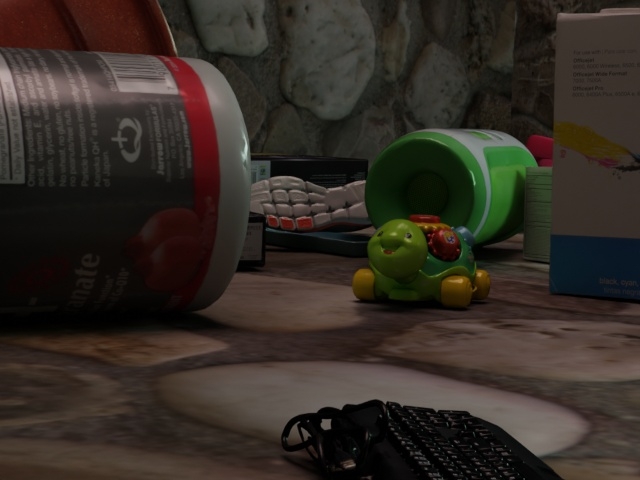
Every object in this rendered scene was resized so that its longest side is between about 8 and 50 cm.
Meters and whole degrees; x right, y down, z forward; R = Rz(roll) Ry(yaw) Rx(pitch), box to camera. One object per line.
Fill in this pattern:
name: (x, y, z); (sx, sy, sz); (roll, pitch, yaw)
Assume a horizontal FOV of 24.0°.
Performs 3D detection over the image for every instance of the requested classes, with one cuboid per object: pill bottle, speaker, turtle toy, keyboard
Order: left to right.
pill bottle: (-0.220, -0.036, 0.964); (0.318, 0.176, 0.176); (-1, 5, -27)
turtle toy: (0.073, 0.014, 1.137); (0.095, 0.066, 0.130); (4, 5, 21)
keyboard: (0.042, 0.076, 0.565); (0.100, 0.038, 0.192); (1, 4, -8)
speaker: (0.141, -0.051, 1.534); (0.131, 0.131, 0.296); (4, 5, 20)

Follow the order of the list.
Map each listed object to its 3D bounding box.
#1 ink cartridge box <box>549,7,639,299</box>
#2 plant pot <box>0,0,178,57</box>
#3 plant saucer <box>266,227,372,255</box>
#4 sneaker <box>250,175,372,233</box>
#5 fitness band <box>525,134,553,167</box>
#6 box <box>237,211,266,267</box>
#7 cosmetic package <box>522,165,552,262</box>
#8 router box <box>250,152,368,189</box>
ink cartridge box: (0.303, -0.072, 1.247); (0.168, 0.233, 0.171); (3, 5, 37)
plant pot: (-0.291, -0.109, 1.191); (0.265, 0.272, 0.272); (-29, 21, -31)
plant saucer: (0.000, 0.000, 1.585); (0.067, 0.018, 0.192); (-2, 5, -37)
sneaker: (-0.006, -0.026, 1.569); (0.157, 0.061, 0.065); (2, -22, -8)
fitness band: (0.416, -0.079, 2.052); (0.290, 0.054, 0.209); (20, 5, 13)
box: (-0.166, -0.008, 1.403); (0.175, 0.051, 0.220); (0, 5, -20)
cosmetic package: (0.319, -0.029, 1.574); (0.239, 0.099, 0.060); (0, 6, -33)
router box: (-0.120, -0.084, 2.159); (0.243, 0.081, 0.308); (7, 7, 42)
